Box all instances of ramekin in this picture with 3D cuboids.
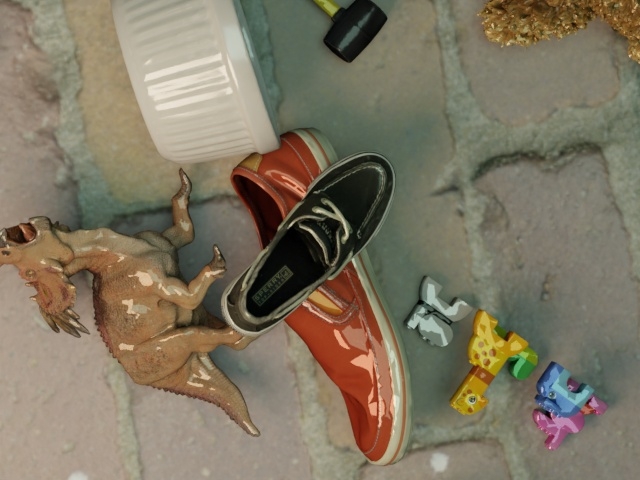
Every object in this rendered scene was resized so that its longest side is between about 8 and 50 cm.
[{"bbox_3d":[-0.116,-0.167,1.624,0.109,0.207,0.207,-16,95,2],"label":"ramekin"}]

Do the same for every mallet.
[{"bbox_3d":[-0.015,-0.260,1.717,0.062,0.039,0.189,-42,94,-3],"label":"mallet"}]

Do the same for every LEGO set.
[{"bbox_3d":[0.174,0.138,1.735,0.227,0.087,0.093,36,87,-7],"label":"LEGO set"}]

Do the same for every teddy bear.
[{"bbox_3d":[0.231,-0.295,1.709,0.338,0.113,0.245,3,101,-7],"label":"teddy bear"}]

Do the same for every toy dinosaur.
[{"bbox_3d":[-0.171,0.069,1.668,0.200,0.127,0.295,-28,108,1],"label":"toy dinosaur"}]

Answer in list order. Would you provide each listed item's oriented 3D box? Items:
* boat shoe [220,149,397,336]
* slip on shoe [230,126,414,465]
[{"bbox_3d":[0.000,0.000,1.600,0.078,0.070,0.219,42,71,-4],"label":"boat shoe"},{"bbox_3d":[0.001,0.059,1.683,0.101,0.123,0.331,-19,89,-22],"label":"slip on shoe"}]
